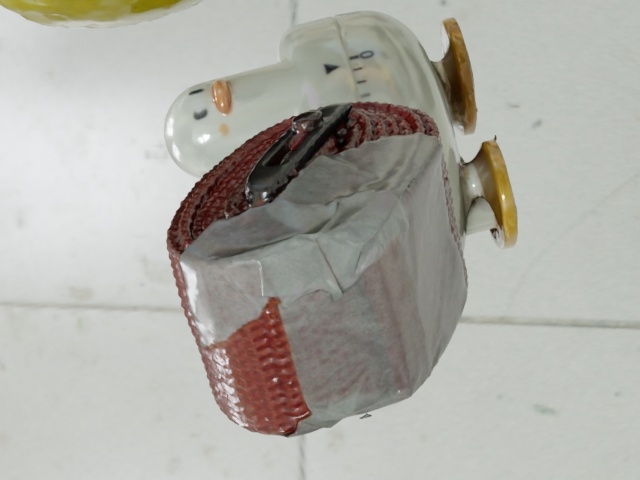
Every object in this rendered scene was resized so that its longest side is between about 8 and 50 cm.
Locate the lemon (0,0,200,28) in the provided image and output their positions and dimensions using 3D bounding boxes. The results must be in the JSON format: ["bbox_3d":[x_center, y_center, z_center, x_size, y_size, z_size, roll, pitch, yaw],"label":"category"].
[{"bbox_3d":[-0.154,-0.275,1.040,0.258,0.310,0.258,47,150,40],"label":"lemon"}]

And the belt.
[{"bbox_3d":[0.000,0.000,0.773,0.128,0.201,0.124,-2,117,23],"label":"belt"}]

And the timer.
[{"bbox_3d":[0.012,-0.058,1.156,0.240,0.233,0.233,-13,83,-1],"label":"timer"}]
